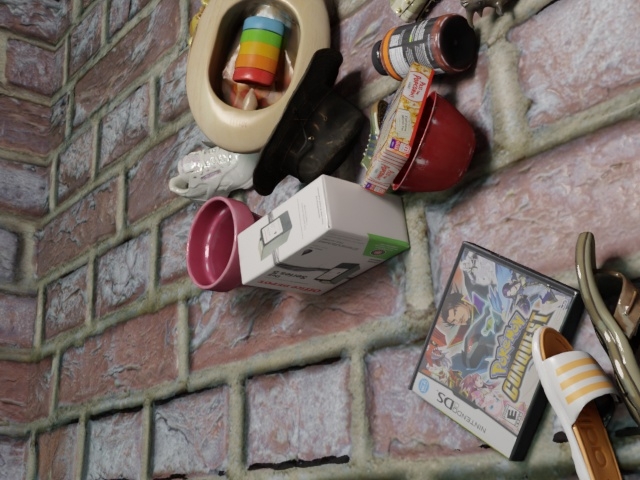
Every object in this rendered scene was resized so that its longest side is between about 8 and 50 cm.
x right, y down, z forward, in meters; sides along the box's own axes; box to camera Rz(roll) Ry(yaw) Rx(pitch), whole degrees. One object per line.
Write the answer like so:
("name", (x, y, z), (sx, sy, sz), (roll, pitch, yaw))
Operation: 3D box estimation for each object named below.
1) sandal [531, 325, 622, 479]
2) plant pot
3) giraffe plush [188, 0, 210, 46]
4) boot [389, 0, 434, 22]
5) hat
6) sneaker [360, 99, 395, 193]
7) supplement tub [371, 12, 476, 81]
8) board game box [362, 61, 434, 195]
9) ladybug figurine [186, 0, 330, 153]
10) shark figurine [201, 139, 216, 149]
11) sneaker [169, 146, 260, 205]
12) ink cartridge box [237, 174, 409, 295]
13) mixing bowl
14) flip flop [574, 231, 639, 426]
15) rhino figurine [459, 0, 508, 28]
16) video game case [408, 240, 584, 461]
("sandal", (0.373, 0.231, 1.141), (0.076, 0.102, 0.265), (-36, 62, 39))
("plant pot", (-0.163, 0.020, 1.817), (0.201, 0.180, 0.201), (-20, 64, 49))
("giraffe plush", (-0.252, -0.511, 2.096), (0.210, 0.171, 0.181), (-26, 60, 46))
("boot", (0.209, -0.470, 1.568), (0.165, 0.077, 0.213), (-54, 38, 27))
("hat", (0.001, -0.211, 1.690), (0.134, 0.331, 0.331), (28, 106, 11))
("sneaker", (0.107, -0.170, 1.619), (0.086, 0.064, 0.192), (-29, 61, 39))
("supplement tub", (0.182, -0.348, 1.544), (0.198, 0.106, 0.106), (4, 83, 53))
("board game box", (0.136, -0.197, 1.498), (0.147, 0.045, 0.193), (121, 169, -64))
("ladybug figurine", (-0.127, -0.395, 1.854), (0.305, 0.162, 0.449), (14, 82, 10))
("shark figurine", (-0.183, -0.330, 2.035), (0.116, 0.166, 0.278), (-97, 19, -70))
("sneaker", (-0.243, -0.169, 2.003), (0.305, 0.152, 0.114), (-34, 52, 40))
("ink cartridge box", (0.000, 0.000, 1.598), (0.273, 0.198, 0.114), (-32, 57, 44))
("mixing bowl", (0.202, -0.154, 1.441), (0.181, 0.098, 0.181), (-159, 90, -85))
("flip flop", (0.408, 0.112, 1.130), (0.080, 0.112, 0.277), (-22, 57, 14))
("rhino figurine", (0.310, -0.472, 1.423), (0.073, 0.106, 0.243), (-93, 25, -72))
("video game case", (0.269, 0.167, 1.336), (0.248, 0.035, 0.274), (29, 103, 52))
